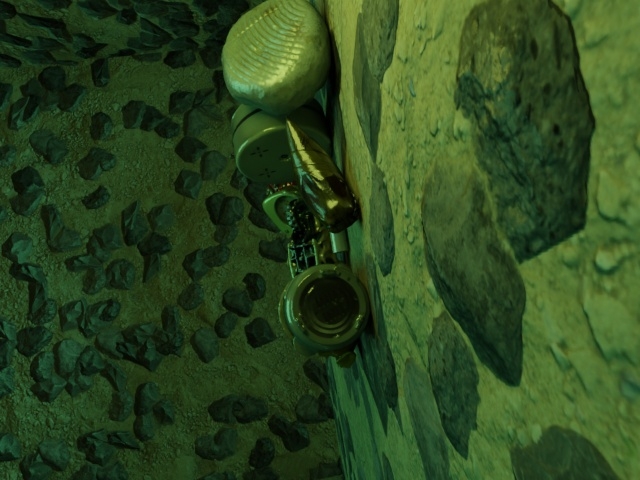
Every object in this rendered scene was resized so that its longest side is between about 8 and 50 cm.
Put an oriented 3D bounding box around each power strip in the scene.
[{"bbox_3d":[-0.146,-0.347,1.468,0.358,0.356,0.162,94,165,-67],"label":"power strip"}]

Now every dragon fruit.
[{"bbox_3d":[-0.133,-0.247,2.228,0.291,0.250,0.269,28,156,48],"label":"dragon fruit"}]

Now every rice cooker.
[{"bbox_3d":[0.009,0.203,1.287,0.316,0.264,0.317,-155,90,-89],"label":"rice cooker"}]

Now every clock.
[{"bbox_3d":[-0.116,-0.161,2.048,0.235,0.307,0.096,52,-137,-16],"label":"clock"}]

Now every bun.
[{"bbox_3d":[-0.116,-0.530,1.244,0.194,0.354,0.355,38,-141,-65],"label":"bun"}]

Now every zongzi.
[{"bbox_3d":[-0.014,-0.191,1.183,0.300,0.138,0.286,61,-177,-26],"label":"zongzi"}]

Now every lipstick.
[{"bbox_3d":[0.048,-0.088,1.439,0.059,0.059,0.264,122,140,-82],"label":"lipstick"}]

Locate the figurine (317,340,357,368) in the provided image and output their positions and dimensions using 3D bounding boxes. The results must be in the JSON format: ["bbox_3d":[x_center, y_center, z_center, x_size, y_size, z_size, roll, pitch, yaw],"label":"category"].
[{"bbox_3d":[0.055,0.332,1.567,0.228,0.215,0.216,-151,52,-65],"label":"figurine"}]

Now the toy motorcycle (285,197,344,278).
[{"bbox_3d":[-0.014,0.049,1.523,0.237,0.168,0.411,-14,-86,-58],"label":"toy motorcycle"}]

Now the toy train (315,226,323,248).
[{"bbox_3d":[0.000,0.000,1.974,0.172,0.070,0.100,-114,9,-73],"label":"toy train"}]
